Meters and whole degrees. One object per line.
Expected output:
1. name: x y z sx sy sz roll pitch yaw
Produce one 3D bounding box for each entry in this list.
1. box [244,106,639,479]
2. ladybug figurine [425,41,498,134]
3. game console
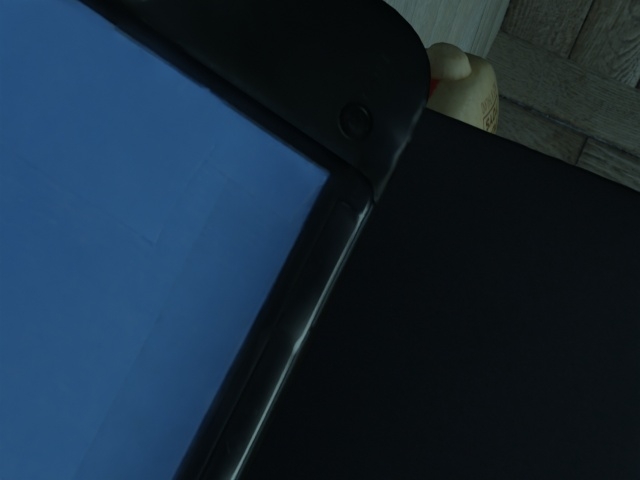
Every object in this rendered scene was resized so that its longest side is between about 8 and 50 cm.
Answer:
1. box: 0.002 0.145 0.666 0.294 0.183 0.296 117 -8 -55
2. ladybug figurine: 0.021 0.009 1.391 0.449 0.162 0.305 -69 173 32
3. game console: -0.087 -0.013 0.385 0.173 0.250 0.293 -14 -134 63
